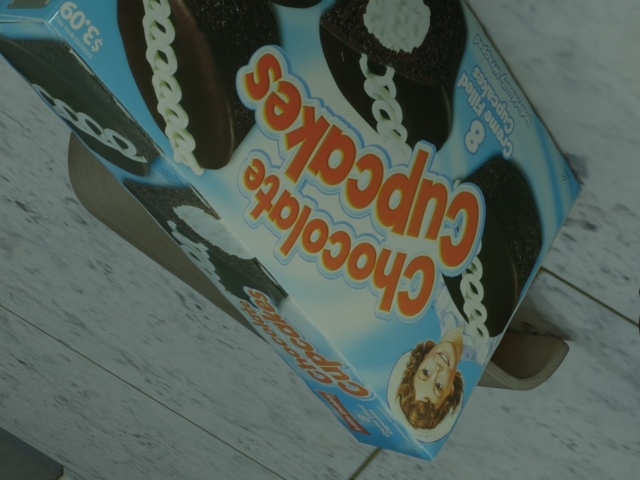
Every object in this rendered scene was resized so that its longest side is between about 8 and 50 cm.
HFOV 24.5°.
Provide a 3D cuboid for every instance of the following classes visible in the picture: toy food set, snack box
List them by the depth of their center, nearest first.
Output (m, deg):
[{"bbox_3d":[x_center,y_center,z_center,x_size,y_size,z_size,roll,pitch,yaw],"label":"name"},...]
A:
[{"bbox_3d":[0.003,-0.058,0.709,0.060,0.187,0.322,8,147,45],"label":"snack box"},{"bbox_3d":[0.000,0.000,0.983,0.219,0.092,0.306,1,150,49],"label":"toy food set"}]

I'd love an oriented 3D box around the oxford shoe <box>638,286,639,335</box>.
[{"bbox_3d":[0.273,0.147,0.852,0.123,0.130,0.348,3,144,49],"label":"oxford shoe"}]
